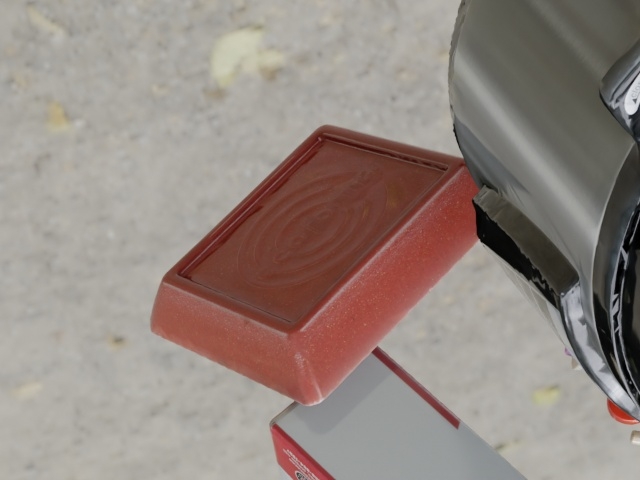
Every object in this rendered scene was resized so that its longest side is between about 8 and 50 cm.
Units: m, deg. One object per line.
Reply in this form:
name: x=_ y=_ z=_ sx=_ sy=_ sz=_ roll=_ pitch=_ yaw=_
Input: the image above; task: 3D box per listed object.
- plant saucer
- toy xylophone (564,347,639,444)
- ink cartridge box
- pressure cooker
plant saucer: x=0.000 y=0.000 z=1.517 sx=0.258 sy=0.259 sz=0.048 roll=-44 pitch=121 yaw=-18
toy xylophone: x=0.366 y=0.092 z=1.609 sx=0.322 sy=0.236 sz=0.081 roll=14 pitch=161 yaw=10
ink cartridge box: x=0.073 y=0.237 z=1.498 sx=0.114 sy=0.197 sz=0.273 roll=-39 pitch=152 yaw=-20
pressure cooker: x=0.304 y=-0.052 z=1.178 sx=0.370 sy=0.420 sz=0.375 roll=-11 pitch=126 yaw=-15
